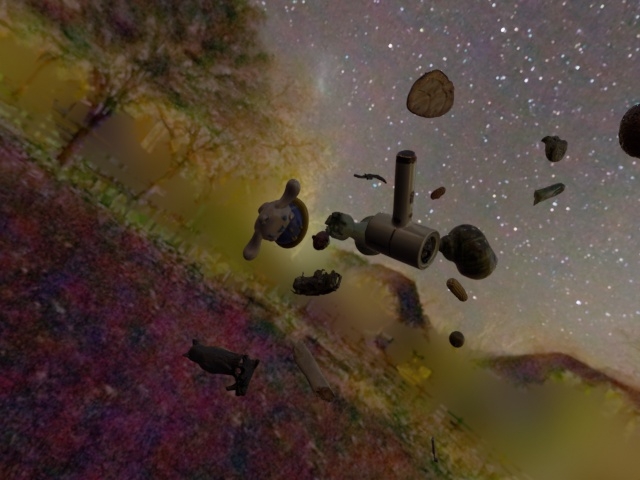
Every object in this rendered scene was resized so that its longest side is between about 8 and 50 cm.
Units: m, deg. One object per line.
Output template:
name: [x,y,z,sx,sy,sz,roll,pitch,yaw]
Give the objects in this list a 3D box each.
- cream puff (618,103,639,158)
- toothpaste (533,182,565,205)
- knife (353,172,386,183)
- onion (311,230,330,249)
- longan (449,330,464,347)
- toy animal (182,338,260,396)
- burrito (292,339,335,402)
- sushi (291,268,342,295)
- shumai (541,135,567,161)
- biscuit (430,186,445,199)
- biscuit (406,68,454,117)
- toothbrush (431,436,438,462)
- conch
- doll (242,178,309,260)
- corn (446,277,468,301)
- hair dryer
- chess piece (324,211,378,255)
cream puff: [0.791,-0.263,1.042,0.149,0.149,0.084,34,17,23]
toothpaste: [1.054,-0.222,2.032,0.047,0.248,0.078,28,-51,50]
knife: [0.219,-0.284,1.951,0.222,0.021,0.045,3,59,-44]
onion: [0.000,0.000,2.205,0.097,0.107,0.107,34,-4,-12]
longan: [0.609,0.445,1.973,0.075,0.075,0.083,35,29,9]
toy animal: [-0.284,0.341,1.232,0.210,0.121,0.117,24,-35,-3]
burrito: [-0.031,0.434,1.473,0.226,0.060,0.087,55,1,35]
sushi: [-0.021,0.201,2.219,0.291,0.139,0.131,-17,-47,45]
shumai: [0.741,-0.301,1.418,0.083,0.082,0.080,13,23,-39]
biscuit: [0.615,-0.242,2.301,0.015,0.091,0.078,57,-4,38]
biscuit: [0.484,-0.638,1.946,0.203,0.260,0.041,65,-16,-17]
toothbrush: [0.448,0.825,1.731,0.017,0.014,0.194,8,-47,30]
conch: [0.461,0.043,1.398,0.181,0.124,0.187,26,-51,30]
doll: [-0.130,-0.095,1.485,0.242,0.311,0.159,-2,44,-42]
corn: [0.735,0.266,2.370,0.206,0.067,0.067,44,-9,-37]
hair dryer: [0.243,-0.104,1.279,0.203,0.128,0.362,24,-51,37]
chess piece: [0.164,-0.044,2.020,0.299,0.194,0.194,15,12,-43]
